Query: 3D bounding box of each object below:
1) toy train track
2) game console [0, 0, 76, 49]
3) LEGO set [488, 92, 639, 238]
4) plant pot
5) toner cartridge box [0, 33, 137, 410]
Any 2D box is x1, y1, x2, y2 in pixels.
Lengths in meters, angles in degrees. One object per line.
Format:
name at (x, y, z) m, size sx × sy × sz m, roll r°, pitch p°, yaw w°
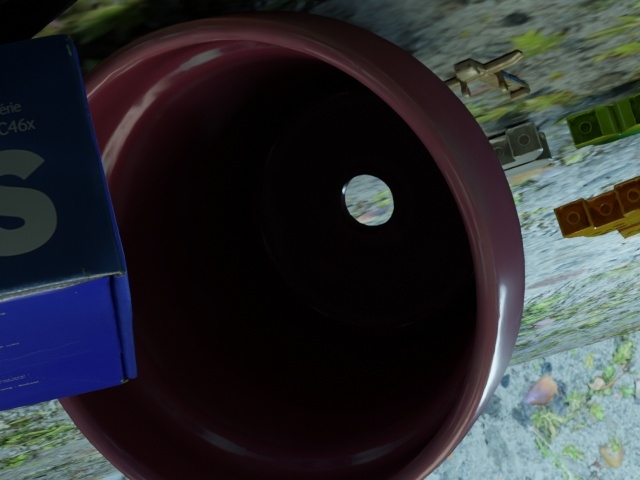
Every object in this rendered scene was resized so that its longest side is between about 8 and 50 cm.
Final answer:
toy train track at (0.092, -0.081, 0.764) m, size 0.048 × 0.014 × 0.083 m, roll -22°, pitch 168°, yaw 26°
game console at (-0.213, -0.074, 0.315) m, size 0.342 × 0.060 × 0.386 m, roll 0°, pitch 160°, yaw -44°
LEGO set at (0.205, -0.047, 0.897) m, size 0.227 × 0.087 × 0.093 m, roll -18°, pitch 168°, yaw 15°
plant pot at (0.000, 0.000, 0.627) m, size 0.201 × 0.201 × 0.180 m, roll -21°, pitch -177°, yaw 23°
toner cartridge box at (-0.233, 0.032, 0.433) m, size 0.347 × 0.075 × 0.165 m, roll -12°, pitch 165°, yaw -10°
